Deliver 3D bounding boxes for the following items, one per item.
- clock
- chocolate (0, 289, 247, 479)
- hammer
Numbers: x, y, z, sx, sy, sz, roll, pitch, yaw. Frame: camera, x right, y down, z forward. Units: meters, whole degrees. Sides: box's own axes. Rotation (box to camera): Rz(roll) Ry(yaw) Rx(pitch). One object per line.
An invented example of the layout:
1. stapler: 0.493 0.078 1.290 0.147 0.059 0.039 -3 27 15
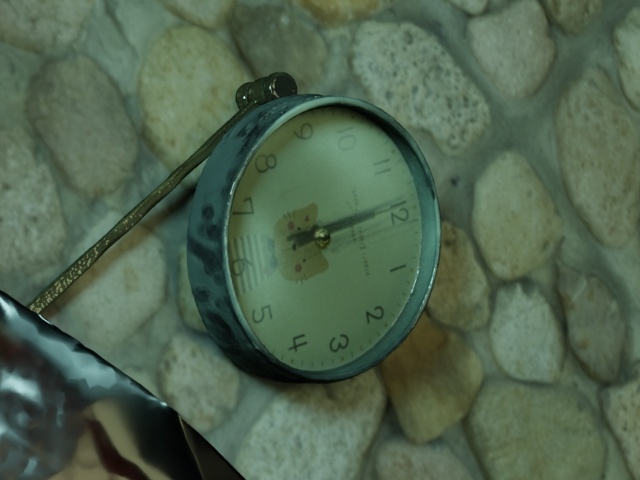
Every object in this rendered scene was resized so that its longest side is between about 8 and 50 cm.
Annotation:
1. clock: 0.000 0.000 1.507 0.226 0.049 0.226 -4 97 -38
2. chocolate: -0.228 0.240 1.142 0.383 0.383 0.331 45 64 -18
3. hammer: -0.125 -0.031 1.468 0.292 0.058 0.029 -45 105 -28
